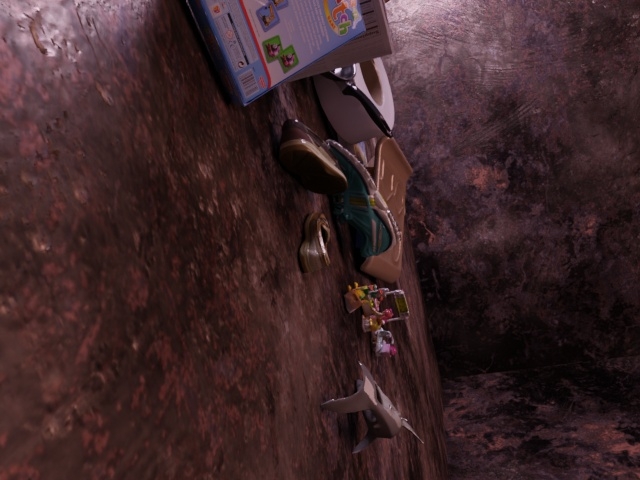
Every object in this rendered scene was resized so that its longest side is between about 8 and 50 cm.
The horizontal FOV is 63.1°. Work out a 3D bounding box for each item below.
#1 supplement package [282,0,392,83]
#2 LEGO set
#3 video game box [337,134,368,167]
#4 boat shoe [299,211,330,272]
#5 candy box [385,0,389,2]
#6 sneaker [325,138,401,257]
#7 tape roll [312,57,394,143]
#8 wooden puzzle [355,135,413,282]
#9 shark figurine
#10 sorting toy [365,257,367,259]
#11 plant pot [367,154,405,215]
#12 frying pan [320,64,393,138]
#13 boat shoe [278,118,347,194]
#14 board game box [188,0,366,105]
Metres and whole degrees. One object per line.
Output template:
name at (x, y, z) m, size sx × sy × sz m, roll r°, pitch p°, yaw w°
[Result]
supplement package at (-0.011, -0.416, 0.829) m, size 0.145 × 0.203 × 0.262 m, roll 51°, pitch 31°, yaw -64°
LEGO set at (0.138, 0.151, 1.188) m, size 0.287 × 0.107 × 0.132 m, roll 62°, pitch 21°, yaw -50°
video game box at (0.089, -0.254, 1.439) m, size 0.187 × 0.048 × 0.205 m, roll 21°, pitch 59°, yaw -71°
boat shoe at (-0.001, -0.001, 0.873) m, size 0.153 × 0.048 × 0.056 m, roll -76°, pitch 151°, yaw -60°
candy box at (0.074, -0.710, 1.278) m, size 0.316 × 0.182 × 0.088 m, roll 34°, pitch 45°, yaw -49°
sneaker at (0.071, -0.089, 1.119) m, size 0.275 × 0.109 × 0.107 m, roll 60°, pitch -1°, yaw -6°
tape roll at (0.085, -0.389, 1.293) m, size 0.286 × 0.100 × 0.286 m, roll 39°, pitch 43°, yaw -50°
wooden puzzle at (0.168, -0.071, 1.426) m, size 0.322 × 0.080 × 0.348 m, roll 28°, pitch 70°, yaw -66°
shark figurine at (0.087, 0.316, 0.894) m, size 0.166 × 0.116 × 0.278 m, roll 48°, pitch -5°, yaw 19°
sorting toy at (0.134, 0.038, 1.459) m, size 0.062 × 0.012 × 0.083 m, roll 17°, pitch 66°, yaw -69°
plant pot at (0.202, -0.186, 1.704) m, size 0.237 × 0.109 × 0.238 m, roll -11°, pitch 90°, yaw -77°
frying pan at (0.043, -0.367, 1.098) m, size 0.326 × 0.053 × 0.197 m, roll 44°, pitch 36°, yaw -22°
boat shoe at (-0.007, -0.138, 0.891) m, size 0.223 × 0.080 × 0.074 m, roll 31°, pitch 55°, yaw -66°
board game box at (-0.048, -0.289, 0.637) m, size 0.039 × 0.211 × 0.160 m, roll 31°, pitch -29°, yaw 46°
